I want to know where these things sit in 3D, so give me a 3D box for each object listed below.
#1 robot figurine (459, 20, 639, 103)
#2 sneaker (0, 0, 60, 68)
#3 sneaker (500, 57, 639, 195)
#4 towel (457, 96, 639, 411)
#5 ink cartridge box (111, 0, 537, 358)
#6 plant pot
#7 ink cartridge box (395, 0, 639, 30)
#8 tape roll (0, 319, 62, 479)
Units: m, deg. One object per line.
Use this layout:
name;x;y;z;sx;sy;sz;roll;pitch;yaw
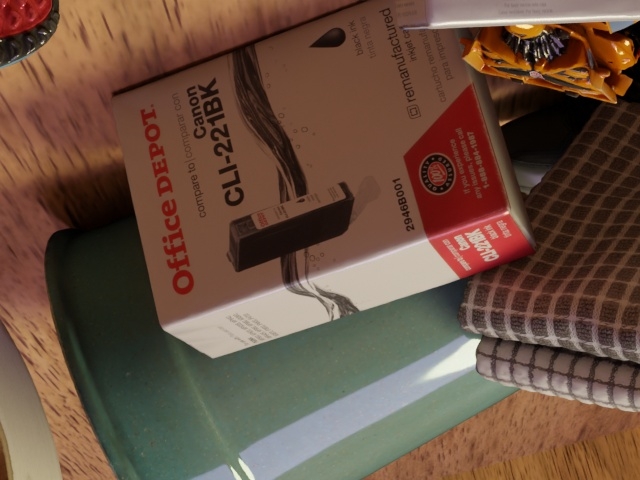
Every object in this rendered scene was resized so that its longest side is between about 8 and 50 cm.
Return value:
robot figurine;0.130;-0.173;1.059;0.211;0.085;0.291;16;167;26
sneaker;-0.289;-0.135;0.980;0.262;0.104;0.125;-5;177;-16
sneaker;0.269;-0.120;1.450;0.267;0.101;0.106;-16;141;2
towel;0.269;0.006;1.275;0.235;0.121;0.283;6;-139;38
ink cartridge box;-0.001;-0.050;1.242;0.273;0.197;0.114;-19;159;13
plant pot;-0.012;0.074;1.444;0.334;0.341;0.341;-26;160;7
ink cartridge box;0.138;-0.225;0.868;0.223;0.224;0.045;-5;-172;-25
tape roll;-0.333;0.179;1.356;0.072;0.392;0.392;-20;161;14
